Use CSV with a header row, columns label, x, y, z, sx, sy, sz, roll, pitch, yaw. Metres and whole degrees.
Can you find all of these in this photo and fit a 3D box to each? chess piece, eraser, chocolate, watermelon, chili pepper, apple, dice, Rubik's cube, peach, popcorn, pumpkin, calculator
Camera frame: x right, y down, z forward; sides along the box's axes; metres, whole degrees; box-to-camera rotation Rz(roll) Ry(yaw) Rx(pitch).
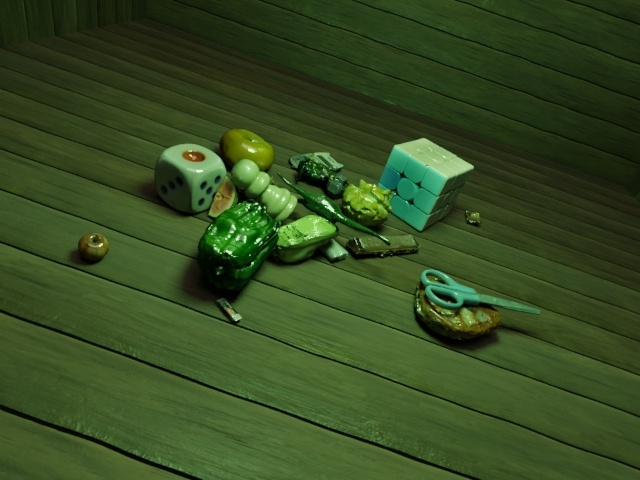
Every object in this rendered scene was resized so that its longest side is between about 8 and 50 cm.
label,x,y,z,sx,sy,sz,roll,pitch,yaw
chess piece,-0.220,-0.189,1.522,0.251,0.144,0.144,44,27,-25
eraser,-0.263,0.197,1.189,0.099,0.019,0.027,41,40,26
chocolate,0.255,0.012,1.639,0.329,0.065,0.102,-3,40,-31
watermelon,-0.333,-0.145,1.522,0.087,0.163,0.069,25,-1,25
chili pepper,-0.254,0.009,1.318,0.213,0.167,0.385,23,34,-2
apple,-0.655,0.019,1.202,0.084,0.071,0.084,13,44,-13
dice,-0.469,-0.227,1.511,0.193,0.192,0.194,32,38,15
Rubik's cube,0.464,-0.264,1.910,0.291,0.290,0.291,39,40,24
peach,-0.323,-0.396,1.851,0.251,0.153,0.251,27,27,-15
popcorn,0.189,-0.154,1.736,0.204,0.184,0.221,5,22,-40
pumpkin,0.751,-0.108,2.058,0.073,0.035,0.101,11,38,8
calculator,-0.028,-0.377,2.045,0.268,0.040,0.177,-12,45,-35

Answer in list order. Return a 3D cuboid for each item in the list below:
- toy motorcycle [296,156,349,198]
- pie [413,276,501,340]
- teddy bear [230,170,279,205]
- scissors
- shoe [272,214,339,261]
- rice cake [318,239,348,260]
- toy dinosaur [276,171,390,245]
label,x,y,z,sx,sy,sz,roll,pitch,yaw
toy motorcycle,0.002,-0.291,1.877,0.274,0.125,0.187,35,34,18
pie,0.447,0.232,1.415,0.308,0.085,0.308,12,35,-9
teddy bear,-0.274,-0.224,1.649,0.182,0.129,0.251,15,35,14
scissors,0.554,0.199,1.412,0.447,0.029,0.192,14,29,-10
shoe,-0.062,-0.013,1.468,0.262,0.128,0.140,-19,61,-38
rice cake,0.001,0.000,1.556,0.080,0.042,0.222,-20,52,-44
toy dinosaur,0.031,-0.112,1.526,0.447,0.087,0.301,33,-2,-17
